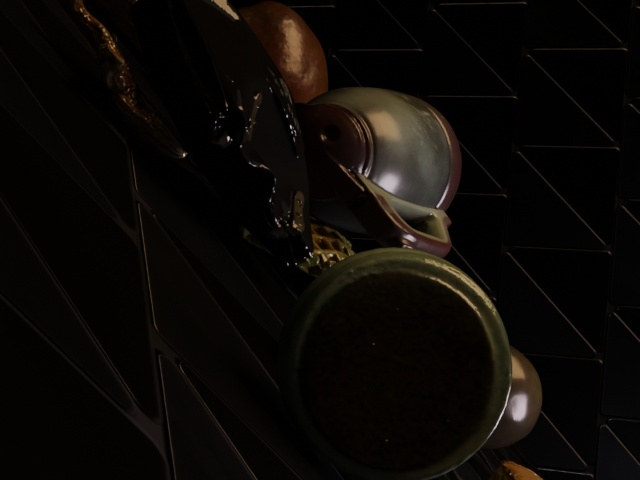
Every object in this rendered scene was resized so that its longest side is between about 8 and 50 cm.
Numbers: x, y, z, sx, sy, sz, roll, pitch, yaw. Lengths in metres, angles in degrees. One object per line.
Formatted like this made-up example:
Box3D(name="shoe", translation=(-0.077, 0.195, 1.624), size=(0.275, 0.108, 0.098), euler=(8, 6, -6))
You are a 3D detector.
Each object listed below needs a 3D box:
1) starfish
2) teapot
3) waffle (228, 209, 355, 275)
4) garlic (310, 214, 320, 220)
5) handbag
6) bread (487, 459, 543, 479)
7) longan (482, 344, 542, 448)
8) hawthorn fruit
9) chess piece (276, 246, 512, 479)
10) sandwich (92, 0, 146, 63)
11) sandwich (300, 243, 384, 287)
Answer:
Box3D(name="starfish", translation=(-0.221, -0.181, 1.355), size=(0.277, 0.062, 0.236), euler=(63, -9, -16))
Box3D(name="teapot", translation=(0.079, -0.091, 1.761), size=(0.315, 0.233, 0.312), euler=(51, 20, 18))
Box3D(name="waffle", translation=(-0.032, -0.003, 1.643), size=(0.214, 0.054, 0.208), euler=(27, 16, -11))
Box3D(name="garlic", translation=(-0.056, -0.058, 1.898), size=(0.147, 0.102, 0.159), euler=(53, 6, 30))
Box3D(name="handbag", translation=(-0.100, -0.138, 1.432), size=(0.288, 0.152, 0.342), euler=(-114, 177, -48))
Box3D(name="bread", translation=(0.261, 0.363, 1.418), size=(0.132, 0.114, 0.190), euler=(35, 4, -38))
Box3D(name="longan", translation=(0.285, 0.264, 2.028), size=(0.196, 0.197, 0.220), euler=(53, 0, 38))
Box3D(name="hawthorn fruit", translation=(-0.114, -0.262, 2.058), size=(0.268, 0.268, 0.300), euler=(44, 36, -58))
Box3D(name="chess piece", translation=(0.049, 0.104, 1.074), size=(0.194, 0.195, 0.299), euler=(50, -5, -4))
Box3D(name="sandwich", translation=(-0.360, -0.442, 2.202), size=(0.251, 0.087, 0.226), euler=(50, 17, 0))
Box3D(name="sandwich", translation=(0.120, 0.116, 1.791), size=(0.301, 0.162, 0.250), euler=(46, 8, -9))
